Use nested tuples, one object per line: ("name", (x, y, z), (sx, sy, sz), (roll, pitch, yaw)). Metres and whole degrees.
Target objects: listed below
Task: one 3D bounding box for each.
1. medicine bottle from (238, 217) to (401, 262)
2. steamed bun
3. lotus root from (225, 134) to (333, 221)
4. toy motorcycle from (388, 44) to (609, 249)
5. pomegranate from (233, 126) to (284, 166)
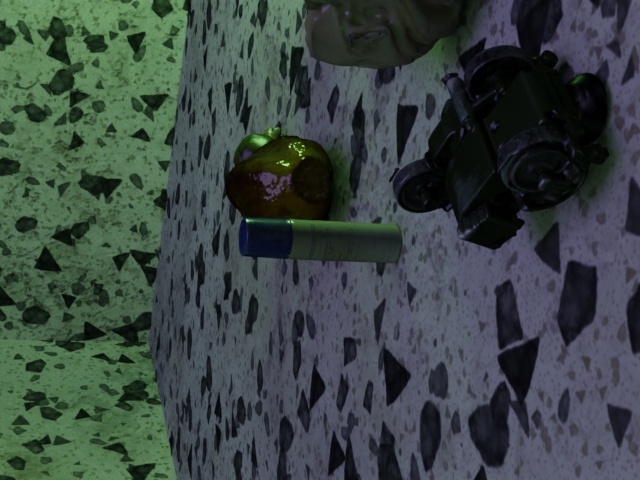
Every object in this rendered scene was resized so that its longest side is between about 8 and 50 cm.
("medicine bottle", (0.000, 0.000, 1.441), (0.059, 0.230, 0.059), (-177, 90, -72))
("steamed bun", (0.087, -0.360, 1.282), (0.320, 0.206, 0.275), (66, -147, -71))
("lotus root", (-0.060, -0.094, 1.776), (0.291, 0.193, 0.193), (159, 112, -74))
("toy motorcycle", (0.190, -0.083, 1.063), (0.275, 0.127, 0.205), (120, 148, -42))
("pomegranate", (-0.114, -0.176, 2.054), (0.115, 0.114, 0.142), (116, 178, -51))
